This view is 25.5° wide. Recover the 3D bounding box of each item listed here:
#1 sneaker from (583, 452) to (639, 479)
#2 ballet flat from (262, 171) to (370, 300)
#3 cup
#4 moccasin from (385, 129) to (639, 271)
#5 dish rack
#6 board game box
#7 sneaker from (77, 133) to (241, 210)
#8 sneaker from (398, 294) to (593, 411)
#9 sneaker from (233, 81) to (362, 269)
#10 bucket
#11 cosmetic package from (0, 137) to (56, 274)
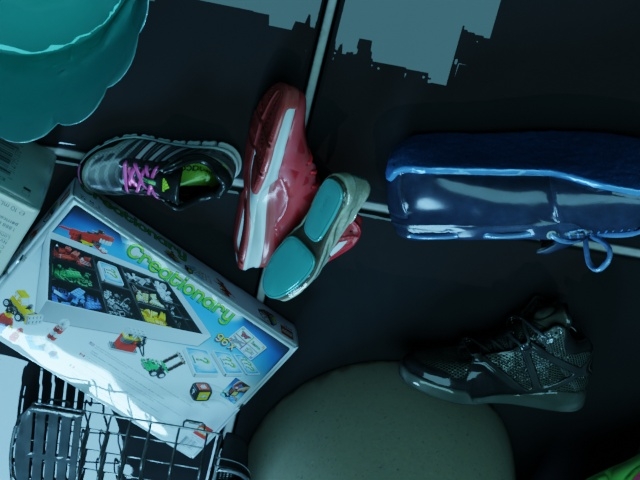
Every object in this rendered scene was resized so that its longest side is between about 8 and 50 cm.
[{"bbox_3d":[0.432,0.306,1.670,0.482,0.202,0.185,-16,76,-10],"label":"sneaker"},{"bbox_3d":[0.000,0.000,1.447,0.052,0.057,0.168,-5,139,-47],"label":"ballet flat"},{"bbox_3d":[0.080,0.338,1.597,0.331,0.237,0.331,-2,118,-5],"label":"cup"},{"bbox_3d":[0.240,-0.046,1.492,0.342,0.138,0.117,6,122,7],"label":"moccasin"},{"bbox_3d":[-0.218,0.274,1.587,0.271,0.074,0.208,11,132,-3],"label":"dish rack"},{"bbox_3d":[-0.201,0.091,1.544,0.305,0.053,0.193,36,109,-21],"label":"board game box"},{"bbox_3d":[-0.165,-0.068,1.454,0.170,0.075,0.063,0,117,-5],"label":"sneaker"},{"bbox_3d":[0.203,0.119,1.583,0.227,0.087,0.130,5,115,-12],"label":"sneaker"},{"bbox_3d":[-0.013,-0.064,1.479,0.128,0.087,0.221,3,129,-17],"label":"sneaker"},{"bbox_3d":[-0.287,-0.249,1.289,0.281,0.183,0.281,-2,117,-5],"label":"bucket"},{"bbox_3d":[-0.400,0.025,1.438,0.129,0.153,0.296,29,110,-17],"label":"cosmetic package"}]
